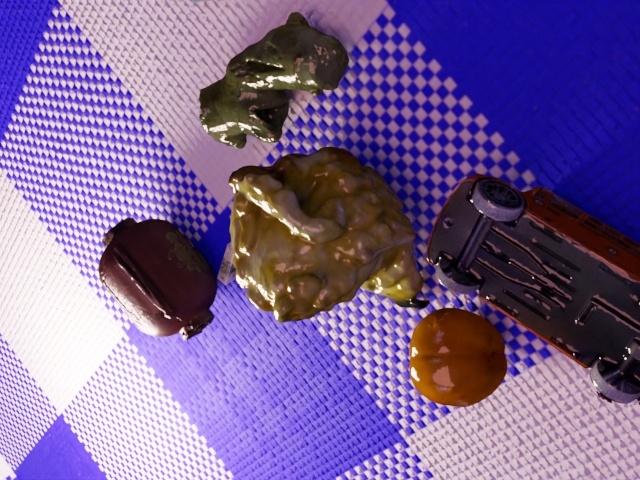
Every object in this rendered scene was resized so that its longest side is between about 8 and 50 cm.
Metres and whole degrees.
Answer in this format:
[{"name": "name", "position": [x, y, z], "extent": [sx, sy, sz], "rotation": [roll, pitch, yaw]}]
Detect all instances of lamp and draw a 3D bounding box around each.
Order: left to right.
[{"name": "lamp", "position": [-0.297, 0.065, 1.382], "extent": [0.258, 0.180, 0.180], "rotation": [48, 133, 6]}]

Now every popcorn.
[{"name": "popcorn", "position": [-0.002, -0.009, 1.062], "extent": [0.293, 0.293, 0.237], "rotation": [0, 93, 39]}]

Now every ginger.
[{"name": "ginger", "position": [-0.074, -0.224, 1.122], "extent": [0.290, 0.089, 0.137], "rotation": [-34, 71, 39]}]

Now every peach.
[{"name": "peach", "position": [0.193, 0.163, 1.069], "extent": [0.138, 0.138, 0.138], "rotation": [18, 122, 31]}]

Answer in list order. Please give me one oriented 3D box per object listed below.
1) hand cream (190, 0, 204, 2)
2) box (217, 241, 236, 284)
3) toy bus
[{"name": "hand cream", "position": [-0.202, -0.486, 1.112], "extent": [0.091, 0.058, 0.271], "rotation": [8, 122, 40]}, {"name": "box", "position": [-0.146, 0.033, 1.328], "extent": [0.024, 0.054, 0.083], "rotation": [36, 130, 16]}, {"name": "toy bus", "position": [0.296, 0.042, 0.909], "extent": [0.329, 0.153, 0.143], "rotation": [34, 128, 19]}]
